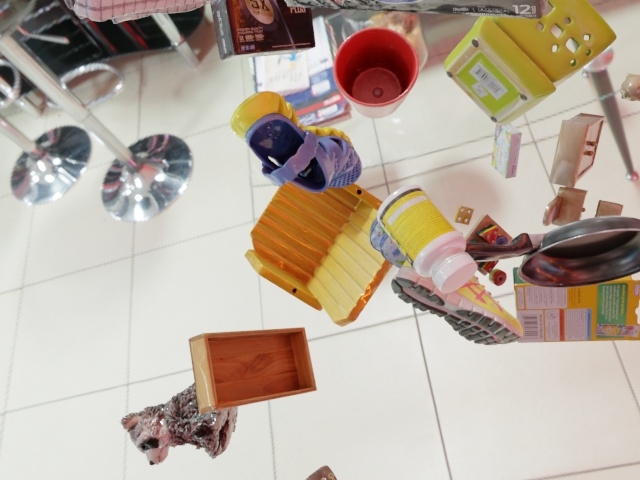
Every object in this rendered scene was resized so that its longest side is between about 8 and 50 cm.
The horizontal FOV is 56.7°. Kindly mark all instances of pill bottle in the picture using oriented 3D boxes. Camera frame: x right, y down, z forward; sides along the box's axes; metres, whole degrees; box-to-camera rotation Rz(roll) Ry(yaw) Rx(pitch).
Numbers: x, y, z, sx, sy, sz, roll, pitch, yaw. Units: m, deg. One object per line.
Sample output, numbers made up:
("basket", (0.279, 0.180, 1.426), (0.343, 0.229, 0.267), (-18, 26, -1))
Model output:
("pill bottle", (0.118, -0.001, 0.650), (0.065, 0.065, 0.116), (-34, 59, 0))

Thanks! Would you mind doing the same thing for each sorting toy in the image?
("sorting toy", (0.447, 0.013, 1.601), (0.132, 0.274, 0.046), (-53, 29, 1))

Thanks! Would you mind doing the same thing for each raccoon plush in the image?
("raccoon plush", (-0.405, 0.482, 1.847), (0.299, 0.216, 0.446), (8, 43, 13))

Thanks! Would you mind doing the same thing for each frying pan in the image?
("frying pan", (0.306, 0.023, 0.815), (0.326, 0.197, 0.053), (-3, 65, 2))

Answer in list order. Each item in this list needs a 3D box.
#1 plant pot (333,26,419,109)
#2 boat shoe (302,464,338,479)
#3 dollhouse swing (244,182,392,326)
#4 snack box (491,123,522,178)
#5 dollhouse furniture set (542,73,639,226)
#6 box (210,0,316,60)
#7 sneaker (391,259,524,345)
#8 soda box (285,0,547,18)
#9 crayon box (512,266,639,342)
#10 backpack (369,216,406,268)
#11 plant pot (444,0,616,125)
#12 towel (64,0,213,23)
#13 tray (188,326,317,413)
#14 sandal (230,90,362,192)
("plant pot", (0.189, -0.541, 2.009), (0.275, 0.243, 0.274), (-1, 83, 6))
("boat shoe", (0.087, 0.628, 1.257), (0.123, 0.123, 0.342), (-28, 57, -33))
("dollhouse swing", (0.000, 0.000, 1.548), (0.315, 0.305, 0.346), (32, 97, -10))
("snack box", (0.543, -0.266, 1.739), (0.037, 0.141, 0.100), (-10, 33, -9))
("dollhouse furniture set", (0.606, -0.118, 1.037), (0.356, 0.303, 0.174), (18, 27, 30))
("box", (-0.112, -0.436, 1.151), (0.180, 0.147, 0.077), (-15, 14, -28))
("sneaker", (0.208, 0.075, 0.850), (0.208, 0.081, 0.094), (32, 57, -8))
("soda box", (0.049, -0.173, 0.350), (0.169, 0.053, 0.060), (12, 84, 23))
("crayon box", (0.666, 0.161, 1.519), (0.323, 0.203, 0.083), (-4, 33, 18))
("backpack", (0.157, -0.006, 1.186), (0.114, 0.105, 0.084), (30, 30, -5))
("plant pot", (0.400, -0.380, 1.203), (0.228, 0.227, 0.207), (46, 77, -2))
("towel", (-0.213, -0.421, 0.762), (0.121, 0.235, 0.284), (36, 46, 21))
("tray", (-0.186, 0.366, 1.721), (0.076, 0.411, 0.202), (-23, 72, 35))
("sandal", (-0.023, -0.134, 1.026), (0.126, 0.317, 0.138), (-39, 64, 25))
